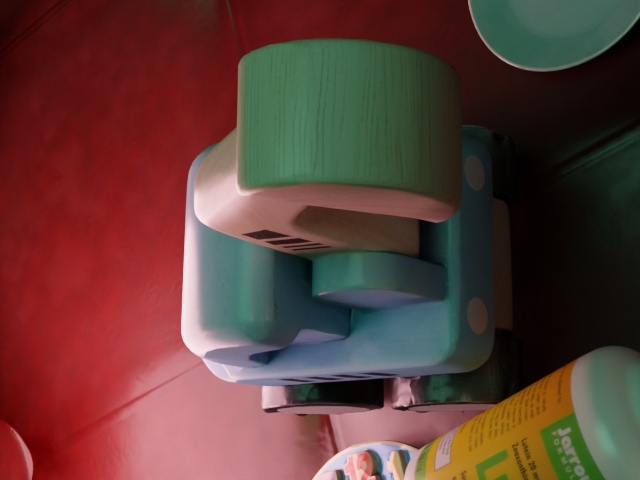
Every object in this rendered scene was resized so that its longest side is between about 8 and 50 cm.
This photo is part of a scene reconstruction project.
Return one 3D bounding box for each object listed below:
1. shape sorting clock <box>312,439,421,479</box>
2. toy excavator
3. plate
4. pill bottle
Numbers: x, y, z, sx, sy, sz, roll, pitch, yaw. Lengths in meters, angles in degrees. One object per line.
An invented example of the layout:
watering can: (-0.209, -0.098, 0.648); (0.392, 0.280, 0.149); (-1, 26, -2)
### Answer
shape sorting clock: (0.052, 0.270, 1.126); (0.206, 0.040, 0.206); (-10, 74, 40)
toy excavator: (0.000, 0.000, 0.954); (0.433, 0.445, 0.222); (-9, 76, 41)
plate: (0.203, -0.227, 1.106); (0.188, 0.024, 0.188); (-9, 75, 39)
pill bottle: (0.190, 0.159, 0.960); (0.246, 0.136, 0.136); (-36, 59, 31)
